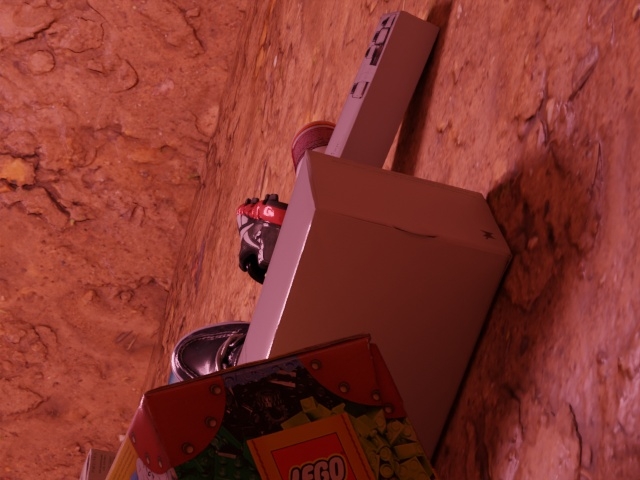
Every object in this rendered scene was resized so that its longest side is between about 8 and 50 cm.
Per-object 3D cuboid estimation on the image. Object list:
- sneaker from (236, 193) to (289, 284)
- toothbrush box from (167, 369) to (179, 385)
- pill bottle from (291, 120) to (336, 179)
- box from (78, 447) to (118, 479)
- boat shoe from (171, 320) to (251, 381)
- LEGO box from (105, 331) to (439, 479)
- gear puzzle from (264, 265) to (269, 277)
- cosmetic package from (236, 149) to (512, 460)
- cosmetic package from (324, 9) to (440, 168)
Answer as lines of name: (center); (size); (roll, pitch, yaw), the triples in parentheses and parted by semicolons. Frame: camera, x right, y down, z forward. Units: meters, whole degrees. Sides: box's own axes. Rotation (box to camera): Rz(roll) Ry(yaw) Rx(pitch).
sneaker: (-0.086, 0.003, 2.375); (0.276, 0.097, 0.135); (175, 110, -76)
toothbrush box: (-0.192, 0.294, 2.440); (0.295, 0.126, 0.216); (141, 144, -78)
pill bottle: (0.006, -0.102, 2.086); (0.152, 0.086, 0.086); (-102, 27, -65)
box: (-0.198, 0.375, 2.058); (0.094, 0.275, 0.113); (-91, 17, -49)
boat shoe: (-0.074, 0.146, 1.753); (0.301, 0.102, 0.108); (10, 77, 39)
LEGO box: (-0.043, 0.362, 1.199); (0.372, 0.193, 0.500); (65, 152, 23)
gear puzzle: (0.000, 0.000, 1.851); (0.175, 0.044, 0.339); (-35, 14, 7)
cosmetic package: (0.028, 0.119, 1.476); (0.155, 0.197, 0.366); (-102, 29, -66)
cosmetic package: (0.064, -0.161, 1.853); (0.099, 0.060, 0.239); (-153, 85, -80)
